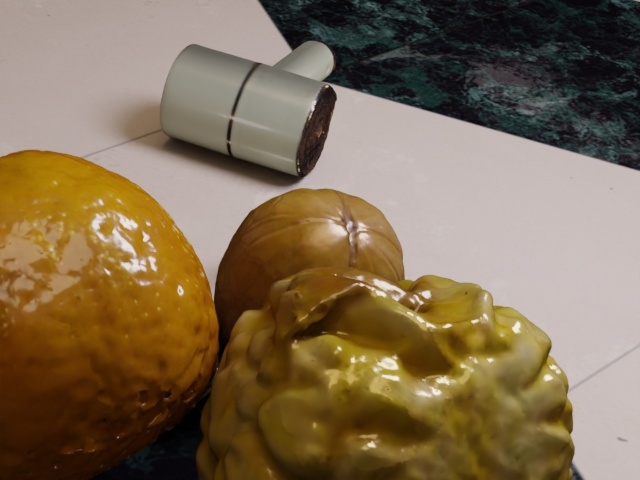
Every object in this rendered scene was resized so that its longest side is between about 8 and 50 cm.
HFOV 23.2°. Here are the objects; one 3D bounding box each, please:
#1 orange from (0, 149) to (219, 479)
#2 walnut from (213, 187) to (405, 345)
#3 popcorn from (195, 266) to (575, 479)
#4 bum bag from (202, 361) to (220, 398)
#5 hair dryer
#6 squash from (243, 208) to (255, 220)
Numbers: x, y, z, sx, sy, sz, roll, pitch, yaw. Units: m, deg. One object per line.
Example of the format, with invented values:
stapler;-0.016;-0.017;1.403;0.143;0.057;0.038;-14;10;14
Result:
orange;-0.264;0.076;1.370;0.341;0.341;0.293;-30;92;-45
walnut;-0.011;0.046;1.615;0.193;0.225;0.193;8;54;-11
popcorn;0.036;0.178;1.394;0.349;0.349;0.382;-14;11;-33
bum bag;-0.187;0.081;1.599;0.123;0.060;0.248;-25;57;-4
hair dryer;-0.055;-0.209;2.103;0.203;0.128;0.362;17;26;13
squash;0.000;0.000;1.807;0.095;0.095;0.188;35;25;33
